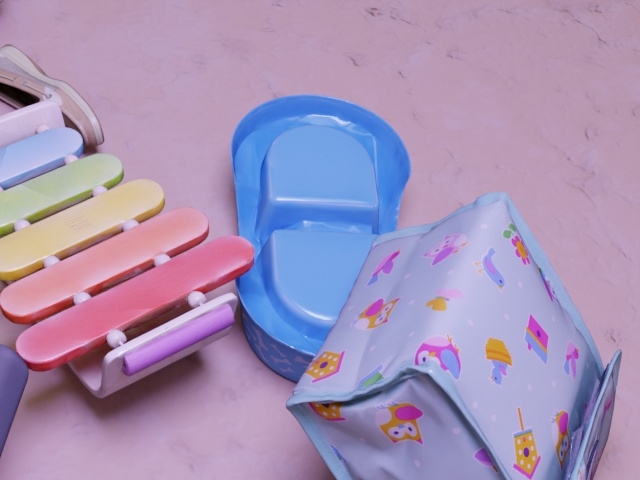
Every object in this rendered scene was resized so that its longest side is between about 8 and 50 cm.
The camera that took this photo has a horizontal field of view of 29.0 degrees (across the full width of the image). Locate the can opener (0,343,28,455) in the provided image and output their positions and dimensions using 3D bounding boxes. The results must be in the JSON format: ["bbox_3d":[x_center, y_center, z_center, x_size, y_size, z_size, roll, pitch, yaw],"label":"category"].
[{"bbox_3d":[-0.262,0.211,0.845,0.076,0.095,0.283,-1,56,23],"label":"can opener"}]

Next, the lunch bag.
[{"bbox_3d":[0.125,0.135,0.918,0.262,0.160,0.223,55,37,-18],"label":"lunch bag"}]

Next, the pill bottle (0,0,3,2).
[{"bbox_3d":[-0.448,-0.275,1.172,0.278,0.162,0.162,-19,58,-26],"label":"pill bottle"}]

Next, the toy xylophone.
[{"bbox_3d":[-0.217,0.020,1.009,0.236,0.081,0.322,-33,54,-32],"label":"toy xylophone"}]

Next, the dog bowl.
[{"bbox_3d":[0.000,0.000,1.101,0.166,0.074,0.297,3,50,-10],"label":"dog bowl"}]

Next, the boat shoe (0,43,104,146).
[{"bbox_3d":[-0.264,-0.129,1.164,0.153,0.056,0.048,39,63,21],"label":"boat shoe"}]
